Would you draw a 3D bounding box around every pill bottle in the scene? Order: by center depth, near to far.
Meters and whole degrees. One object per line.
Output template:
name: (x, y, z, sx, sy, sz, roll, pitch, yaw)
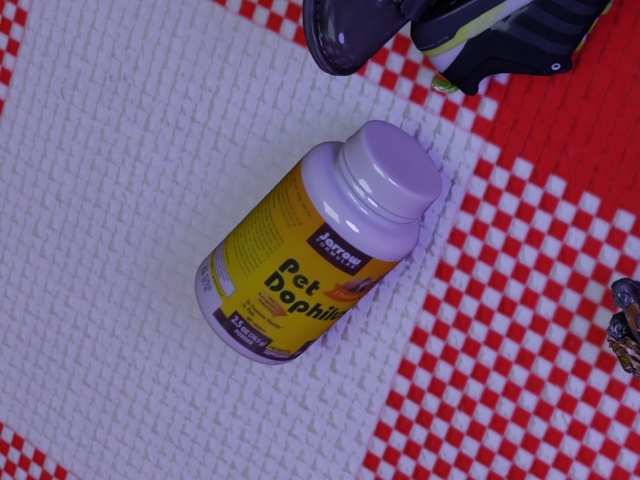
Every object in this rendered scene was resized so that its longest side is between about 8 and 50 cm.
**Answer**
pill bottle: (0.000, 0.000, 1.294, 0.215, 0.117, 0.117, -45, 72, 30)

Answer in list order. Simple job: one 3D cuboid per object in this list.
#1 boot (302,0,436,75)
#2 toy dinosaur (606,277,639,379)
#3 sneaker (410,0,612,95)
boot: (0.127, -0.213, 1.108, 0.229, 0.091, 0.263, 20, 69, 48)
toy dinosaur: (0.354, 0.046, 1.077, 0.321, 0.164, 0.218, -2, 112, 16)
sneaker: (0.180, -0.179, 1.188, 0.234, 0.084, 0.097, -20, 121, 29)
